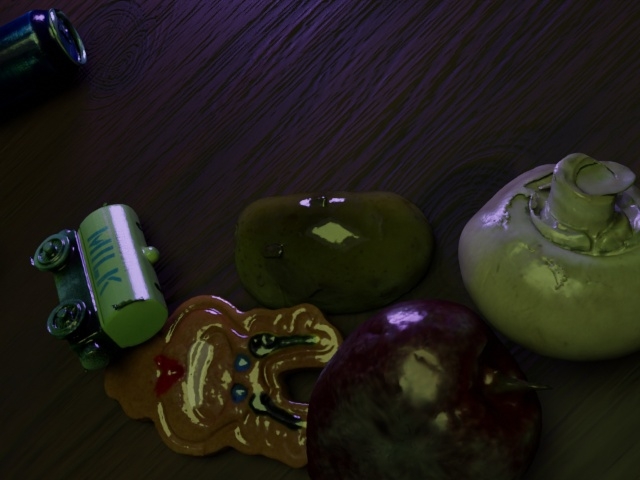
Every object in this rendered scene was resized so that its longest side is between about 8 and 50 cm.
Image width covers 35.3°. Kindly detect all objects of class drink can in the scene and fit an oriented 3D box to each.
[{"bbox_3d":[-0.464,-0.265,1.516,0.205,0.118,0.118,-23,63,10],"label":"drink can"}]

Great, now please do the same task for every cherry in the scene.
[{"bbox_3d":[0.103,0.185,1.072,0.300,0.203,0.230,-32,95,30],"label":"cherry"}]

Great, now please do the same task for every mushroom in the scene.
[{"bbox_3d":[0.272,0.004,1.072,0.246,0.202,0.246,0,38,0],"label":"mushroom"}]

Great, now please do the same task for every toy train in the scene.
[{"bbox_3d":[-0.278,0.053,1.307,0.157,0.105,0.253,-31,42,3],"label":"toy train"}]

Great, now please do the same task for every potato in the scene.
[{"bbox_3d":[0.000,0.000,1.244,0.272,0.111,0.160,0,68,20],"label":"potato"}]

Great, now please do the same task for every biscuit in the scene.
[{"bbox_3d":[-0.125,0.169,1.245,0.334,0.047,0.202,3,77,25],"label":"biscuit"}]
